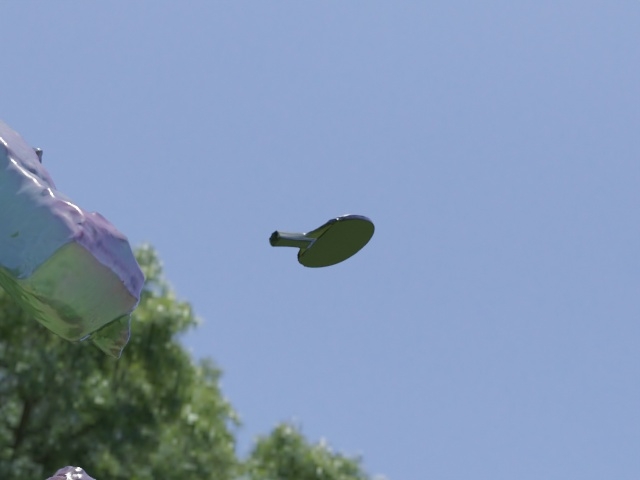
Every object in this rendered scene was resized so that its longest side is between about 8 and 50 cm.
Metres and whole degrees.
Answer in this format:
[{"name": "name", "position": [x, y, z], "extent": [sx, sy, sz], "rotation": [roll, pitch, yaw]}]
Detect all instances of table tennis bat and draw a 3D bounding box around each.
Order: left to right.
[{"name": "table tennis bat", "position": [0.000, 0.000, 0.880], "extent": [0.083, 0.007, 0.050], "rotation": [3, -40, -47]}]

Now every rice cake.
[{"name": "rice cake", "position": [-0.158, -0.038, 0.595], "extent": [0.290, 0.051, 0.081], "rotation": [34, -19, 45]}]

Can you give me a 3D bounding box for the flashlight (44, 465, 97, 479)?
[{"name": "flashlight", "position": [-0.107, 0.113, 0.487], "extent": [0.031, 0.110, 0.052], "rotation": [15, -64, 8]}]
